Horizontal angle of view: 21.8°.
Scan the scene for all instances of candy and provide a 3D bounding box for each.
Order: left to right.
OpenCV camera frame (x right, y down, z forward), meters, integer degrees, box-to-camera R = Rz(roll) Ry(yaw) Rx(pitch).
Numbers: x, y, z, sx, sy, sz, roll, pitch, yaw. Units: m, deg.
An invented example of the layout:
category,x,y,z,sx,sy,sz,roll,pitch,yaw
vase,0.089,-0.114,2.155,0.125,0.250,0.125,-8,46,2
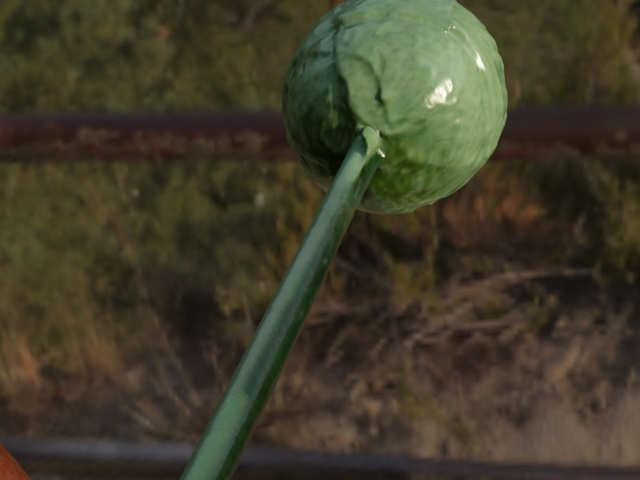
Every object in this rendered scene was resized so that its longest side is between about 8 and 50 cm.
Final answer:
category,x,y,z,sx,sy,sz,roll,pitch,yaw
candy,0.000,0.000,0.741,0.119,0.119,0.440,3,30,15

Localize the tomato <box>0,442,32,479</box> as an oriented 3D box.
category,x,y,z,sx,sy,sz,roll,pitch,yaw
tomato,-0.305,0.209,0.920,0.273,0.341,0.341,0,37,34
